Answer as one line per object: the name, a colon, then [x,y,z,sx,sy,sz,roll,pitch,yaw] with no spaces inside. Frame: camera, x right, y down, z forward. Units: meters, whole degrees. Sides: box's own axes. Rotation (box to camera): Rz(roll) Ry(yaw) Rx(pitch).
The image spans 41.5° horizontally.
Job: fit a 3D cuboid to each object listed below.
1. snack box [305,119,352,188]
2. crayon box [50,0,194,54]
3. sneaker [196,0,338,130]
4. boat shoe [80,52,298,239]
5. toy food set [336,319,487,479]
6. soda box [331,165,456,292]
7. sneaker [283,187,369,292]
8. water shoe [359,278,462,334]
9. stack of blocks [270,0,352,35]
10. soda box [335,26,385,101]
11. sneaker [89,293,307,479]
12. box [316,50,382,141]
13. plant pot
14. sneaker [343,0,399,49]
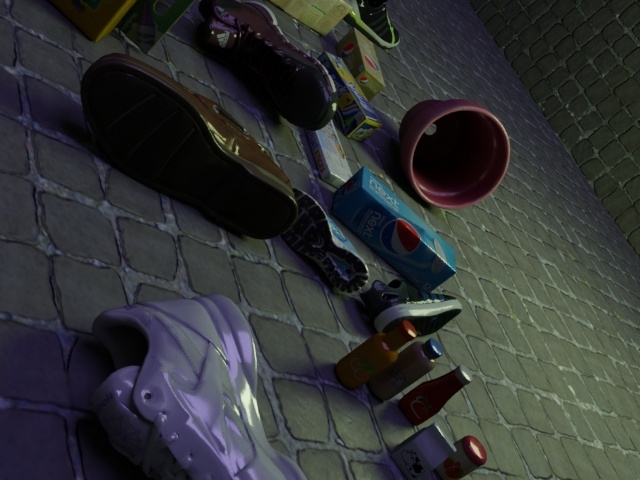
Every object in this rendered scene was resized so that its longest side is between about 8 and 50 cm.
snack box: [0.010,-0.154,1.378,0.064,0.022,0.178,26,34,-39]
crayon box: [-0.284,-0.394,1.019,0.323,0.203,0.083,43,26,-14]
sneaker: [-0.103,-0.276,1.293,0.162,0.106,0.281,2,42,-51]
boat shoe: [-0.153,-0.113,0.977,0.307,0.110,0.104,42,21,-38]
toy food set: [0.136,0.202,0.992,0.232,0.104,0.111,53,25,8]
soda box: [0.116,-0.013,1.304,0.210,0.067,0.071,40,27,-18]
sneaker: [0.000,0.000,1.128,0.162,0.063,0.073,52,7,-5]
water shoe: [0.132,0.085,1.189,0.203,0.073,0.080,5,47,-57]
stack of blocks: [-0.085,-0.554,1.702,0.297,0.087,0.171,20,37,-46]
soda box: [0.081,-0.362,1.742,0.061,0.058,0.181,34,30,-30]
sneaker: [-0.103,0.175,0.672,0.152,0.114,0.305,6,43,-38]
box: [0.043,-0.263,1.547,0.059,0.054,0.169,8,48,-54]
plant pot: [0.236,-0.184,1.615,0.201,0.201,0.180,37,13,-25]
sneaker: [0.139,-0.538,2.033,0.234,0.097,0.084,14,43,-51]
